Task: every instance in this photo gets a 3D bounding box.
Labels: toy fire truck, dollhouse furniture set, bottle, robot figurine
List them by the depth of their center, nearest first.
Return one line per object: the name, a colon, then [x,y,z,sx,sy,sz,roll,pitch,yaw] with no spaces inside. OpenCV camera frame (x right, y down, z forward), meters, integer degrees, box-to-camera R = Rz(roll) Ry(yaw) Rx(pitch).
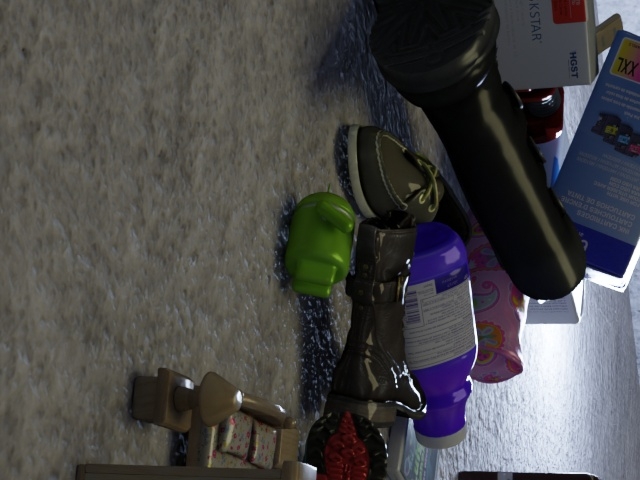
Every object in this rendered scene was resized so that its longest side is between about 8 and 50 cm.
dollhouse furniture set: [-0.041,0.273,1.101,0.355,0.173,0.303,39,52,-64]
robot figurine: [0.000,0.000,1.394,0.101,0.067,0.115,103,-3,-57]
bottle: [0.132,0.121,1.653,0.092,0.118,0.283,-134,-151,-59]
toy fire truck: [0.350,-0.249,2.121,0.217,0.246,0.159,49,44,-60]

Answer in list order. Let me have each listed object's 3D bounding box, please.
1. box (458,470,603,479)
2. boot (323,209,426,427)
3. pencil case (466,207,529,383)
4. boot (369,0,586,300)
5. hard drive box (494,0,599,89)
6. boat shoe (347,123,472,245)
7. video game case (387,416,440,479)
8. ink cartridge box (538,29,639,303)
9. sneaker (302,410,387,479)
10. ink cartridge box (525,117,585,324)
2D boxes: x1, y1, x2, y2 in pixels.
box: [0.323,0.437,2.041,0.167,0.203,0.169,34,56,-65]
boot: [0.077,0.081,1.492,0.263,0.091,0.229,1,98,-75]
pencil case: [0.256,0.078,2.030,0.124,0.124,0.284,61,34,-51]
boot: [0.203,-0.101,1.653,0.367,0.146,0.445,-89,158,-60]
hard drive box: [0.266,-0.307,1.918,0.089,0.232,0.181,-45,130,-64]
boat shoe: [0.110,-0.061,1.666,0.305,0.091,0.109,48,44,-61]
video game case: [0.129,0.256,1.790,0.173,0.022,0.190,62,32,-49]
ink cartridge box: [0.433,-0.079,2.010,0.270,0.151,0.396,26,85,-75]
sneaker: [0.011,0.304,1.320,0.125,0.104,0.262,103,3,-51]
ink cartridge box: [0.368,-0.032,2.319,0.307,0.129,0.223,65,30,-46]
